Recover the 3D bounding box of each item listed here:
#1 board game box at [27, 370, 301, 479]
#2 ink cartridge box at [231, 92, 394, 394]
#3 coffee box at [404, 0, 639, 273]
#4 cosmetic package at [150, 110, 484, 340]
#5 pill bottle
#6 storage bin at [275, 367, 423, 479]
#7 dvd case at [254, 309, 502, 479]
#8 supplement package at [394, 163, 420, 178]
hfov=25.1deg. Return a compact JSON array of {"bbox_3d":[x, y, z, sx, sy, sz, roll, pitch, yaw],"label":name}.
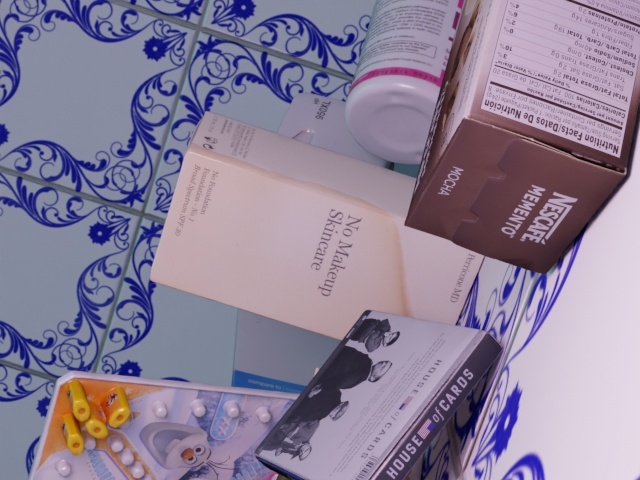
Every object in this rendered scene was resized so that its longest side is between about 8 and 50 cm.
[{"bbox_3d":[-0.145,0.338,1.610,0.050,0.390,0.390,-122,46,-56],"label":"board game box"},{"bbox_3d":[-0.008,0.033,2.061,0.285,0.166,0.395,-69,-12,-50],"label":"ink cartridge box"},{"bbox_3d":[0.167,-0.150,1.069,0.168,0.119,0.297,116,172,-63],"label":"coffee box"},{"bbox_3d":[0.000,0.000,1.463,0.113,0.309,0.160,-76,4,-63],"label":"cosmetic package"},{"bbox_3d":[0.137,-0.253,1.899,0.160,0.160,0.283,112,175,-56],"label":"pill bottle"},{"bbox_3d":[0.001,0.310,1.409,0.260,0.123,0.262,-77,6,-56],"label":"storage bin"},{"bbox_3d":[0.043,0.142,1.248,0.179,0.029,0.239,-51,18,-13],"label":"dvd case"},{"bbox_3d":[0.097,-0.097,2.253,0.105,0.105,0.179,115,173,-68],"label":"supplement package"}]
